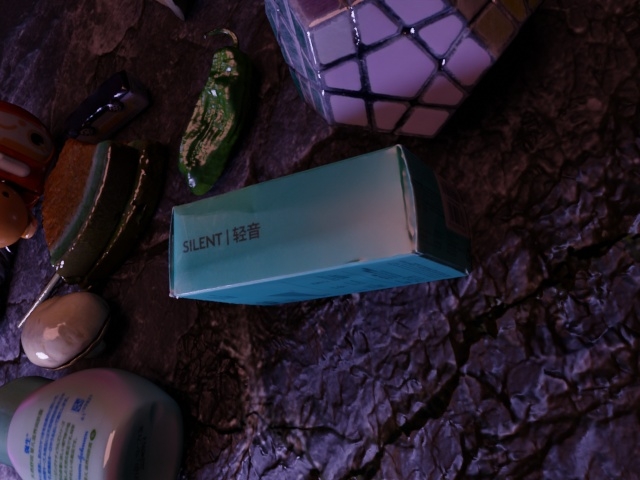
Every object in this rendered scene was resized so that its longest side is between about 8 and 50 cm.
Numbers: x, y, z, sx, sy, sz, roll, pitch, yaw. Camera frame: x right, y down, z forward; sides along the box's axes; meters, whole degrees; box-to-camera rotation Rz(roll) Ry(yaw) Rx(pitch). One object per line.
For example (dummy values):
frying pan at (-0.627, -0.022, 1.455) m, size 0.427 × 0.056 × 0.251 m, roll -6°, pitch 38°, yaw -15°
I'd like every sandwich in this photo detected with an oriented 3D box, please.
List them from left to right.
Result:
sandwich at (-0.386, -0.072, 0.975) m, size 0.292 × 0.109 × 0.212 m, roll -45°, pitch 63°, yaw 16°

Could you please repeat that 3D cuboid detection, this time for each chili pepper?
chili pepper at (-0.160, -0.195, 0.887) m, size 0.100 × 0.074 × 0.257 m, roll 23°, pitch 94°, yaw 31°

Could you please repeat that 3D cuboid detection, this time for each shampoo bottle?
shampoo bottle at (-0.385, 0.301, 0.887) m, size 0.349 × 0.151 × 0.222 m, roll 2°, pitch 87°, yaw 29°

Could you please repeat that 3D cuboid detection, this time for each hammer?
hammer at (-0.510, 0.107, 1.070) m, size 0.195 × 0.028 × 0.060 m, roll -48°, pitch 69°, yaw 18°

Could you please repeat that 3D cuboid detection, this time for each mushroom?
mushroom at (-0.413, 0.149, 0.948) m, size 0.154 × 0.122 × 0.154 m, roll -25°, pitch 30°, yaw 16°

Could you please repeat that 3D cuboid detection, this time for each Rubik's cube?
Rubik's cube at (0.086, -0.269, 0.648) m, size 0.264 × 0.319 × 0.319 m, roll 38°, pitch 102°, yaw 3°

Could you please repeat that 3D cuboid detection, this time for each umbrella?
umbrella at (-0.650, 0.068, 1.135) m, size 0.066 × 0.059 × 0.236 m, roll 9°, pitch 84°, yaw 10°

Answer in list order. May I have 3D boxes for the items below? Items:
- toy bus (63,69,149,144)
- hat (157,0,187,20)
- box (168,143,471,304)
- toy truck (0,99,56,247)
toy bus at (-0.381, -0.230, 1.021) m, size 0.172 × 0.072 × 0.057 m, roll -30°, pitch 67°, yaw 24°
hat at (-0.273, -0.493, 0.981) m, size 0.173 × 0.144 × 0.166 m, roll 26°, pitch 93°, yaw 8°
box at (0.000, 0.000, 0.686) m, size 0.311 × 0.205 × 0.118 m, roll -12°, pitch 74°, yaw 28°
toy truck at (-0.573, -0.112, 1.011) m, size 0.239 × 0.189 × 0.265 m, roll 21°, pitch 86°, yaw 45°
